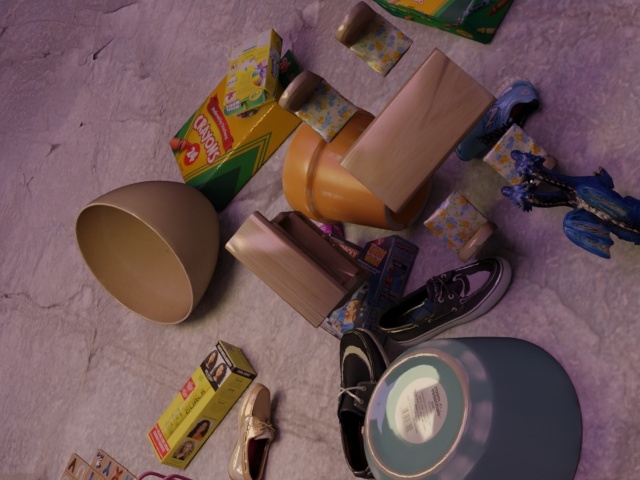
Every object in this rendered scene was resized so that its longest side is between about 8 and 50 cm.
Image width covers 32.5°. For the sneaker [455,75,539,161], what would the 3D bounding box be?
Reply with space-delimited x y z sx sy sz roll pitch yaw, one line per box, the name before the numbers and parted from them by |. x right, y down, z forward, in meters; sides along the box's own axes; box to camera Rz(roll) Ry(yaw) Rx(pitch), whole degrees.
sneaker | 0.275 -0.183 1.718 0.162 0.063 0.073 -46 45 19

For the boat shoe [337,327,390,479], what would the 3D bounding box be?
boat shoe | 0.063 0.242 1.653 0.084 0.079 0.233 -17 70 33

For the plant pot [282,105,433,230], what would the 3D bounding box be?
plant pot | 0.074 -0.105 1.805 0.188 0.205 0.205 26 88 34

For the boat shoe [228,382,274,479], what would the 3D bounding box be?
boat shoe | -0.105 0.327 1.844 0.059 0.063 0.170 4 81 45

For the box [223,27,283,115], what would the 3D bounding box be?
box | -0.130 -0.317 2.121 0.105 0.043 0.179 -16 50 31

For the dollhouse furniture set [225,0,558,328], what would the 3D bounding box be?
dollhouse furniture set | 0.078 -0.090 1.574 0.362 0.256 0.394 41 100 6

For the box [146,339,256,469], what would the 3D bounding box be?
box | -0.216 0.296 1.977 0.232 0.058 0.087 -52 41 12

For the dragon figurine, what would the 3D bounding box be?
dragon figurine | 0.373 -0.033 1.438 0.289 0.144 0.085 36 121 32

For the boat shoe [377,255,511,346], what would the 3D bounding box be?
boat shoe | 0.180 0.086 1.656 0.228 0.076 0.080 -31 49 32

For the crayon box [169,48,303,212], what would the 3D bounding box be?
crayon box | -0.159 -0.237 2.202 0.318 0.081 0.202 -47 42 17

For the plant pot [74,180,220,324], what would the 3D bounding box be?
plant pot | -0.303 -0.007 2.115 0.284 0.284 0.191 -8 31 45

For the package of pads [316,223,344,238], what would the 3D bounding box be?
package of pads | 0.000 0.000 1.934 0.083 0.032 0.050 -37 48 27

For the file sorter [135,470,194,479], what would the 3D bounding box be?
file sorter | -0.165 0.481 1.711 0.291 0.202 0.182 0 66 47

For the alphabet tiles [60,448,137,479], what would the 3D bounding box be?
alphabet tiles | -0.458 0.513 2.155 0.237 0.009 0.198 19 84 50

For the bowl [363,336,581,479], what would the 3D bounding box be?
bowl | 0.178 0.258 1.495 0.312 0.163 0.311 -24 53 37

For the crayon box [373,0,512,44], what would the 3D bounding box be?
crayon box | 0.222 -0.457 1.915 0.278 0.081 0.165 32 93 51

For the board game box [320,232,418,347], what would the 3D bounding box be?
board game box | 0.067 0.069 1.801 0.194 0.060 0.194 31 92 51
